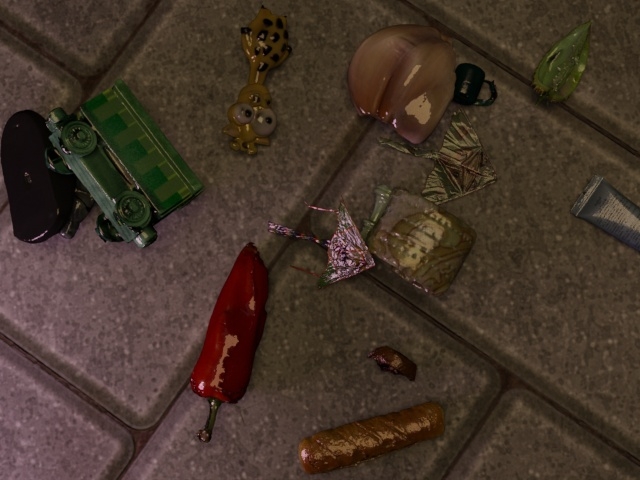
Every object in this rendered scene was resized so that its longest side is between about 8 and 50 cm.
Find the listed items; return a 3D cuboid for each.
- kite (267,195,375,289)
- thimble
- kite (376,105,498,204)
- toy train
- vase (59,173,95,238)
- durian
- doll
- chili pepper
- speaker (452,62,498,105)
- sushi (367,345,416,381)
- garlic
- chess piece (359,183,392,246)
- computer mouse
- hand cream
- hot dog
[{"bbox_3d":[0.000,0.000,1.843,0.244,0.006,0.198,21,113,27],"label":"kite"},{"bbox_3d":[0.183,0.001,1.825,0.190,0.137,0.143,34,86,-7],"label":"thimble"},{"bbox_3d":[0.231,-0.164,1.917,0.250,0.012,0.229,20,79,4],"label":"kite"},{"bbox_3d":[-0.371,-0.139,1.819,0.202,0.120,0.301,-40,96,-33],"label":"toy train"},{"bbox_3d":[-0.457,-0.102,1.895,0.060,0.060,0.211,21,82,4],"label":"vase"},{"bbox_3d":[0.464,-0.330,1.892,0.086,0.100,0.215,29,77,8],"label":"durian"},{"bbox_3d":[-0.122,-0.312,1.908,0.117,0.086,0.291,15,82,-27],"label":"doll"},{"bbox_3d":[-0.168,0.187,1.830,0.110,0.110,0.388,14,77,3],"label":"chili pepper"},{"bbox_3d":[0.299,-0.299,1.921,0.094,0.060,0.075,27,82,-31],"label":"speaker"},{"bbox_3d":[0.137,0.231,1.843,0.099,0.050,0.047,31,89,16],"label":"sushi"},{"bbox_3d":[0.161,-0.326,1.887,0.217,0.110,0.228,27,83,19],"label":"garlic"},{"bbox_3d":[0.102,-0.033,1.879,0.059,0.059,0.149,28,87,5],"label":"chess piece"},{"bbox_3d":[-0.534,-0.120,1.873,0.137,0.086,0.270,-25,71,29],"label":"computer mouse"},{"bbox_3d":[0.618,-0.018,1.870,0.271,0.058,0.091,34,95,9],"label":"hand cream"},{"bbox_3d":[0.097,0.365,1.819,0.285,0.061,0.088,-21,70,-3],"label":"hot dog"}]
